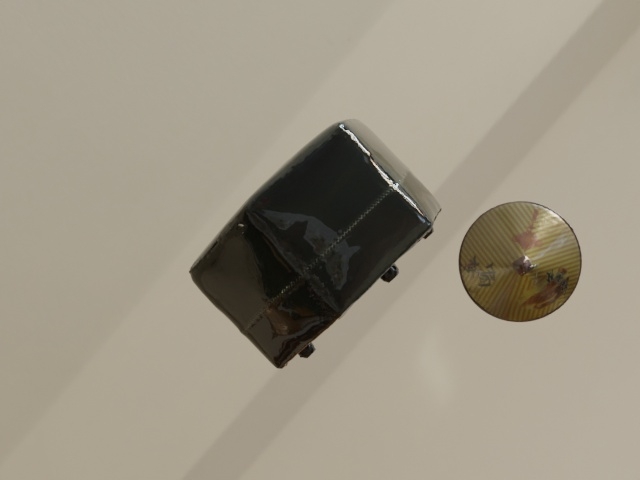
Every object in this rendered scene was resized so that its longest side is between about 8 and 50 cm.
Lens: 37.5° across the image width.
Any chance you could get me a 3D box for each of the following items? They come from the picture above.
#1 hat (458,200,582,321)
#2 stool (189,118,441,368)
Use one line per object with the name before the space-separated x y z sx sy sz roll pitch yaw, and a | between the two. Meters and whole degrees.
hat | 0.308 0.037 1.449 0.193 0.082 0.193 1 -85 8
stool | 0.000 0.000 0.890 0.232 0.232 0.141 -45 -91 2
